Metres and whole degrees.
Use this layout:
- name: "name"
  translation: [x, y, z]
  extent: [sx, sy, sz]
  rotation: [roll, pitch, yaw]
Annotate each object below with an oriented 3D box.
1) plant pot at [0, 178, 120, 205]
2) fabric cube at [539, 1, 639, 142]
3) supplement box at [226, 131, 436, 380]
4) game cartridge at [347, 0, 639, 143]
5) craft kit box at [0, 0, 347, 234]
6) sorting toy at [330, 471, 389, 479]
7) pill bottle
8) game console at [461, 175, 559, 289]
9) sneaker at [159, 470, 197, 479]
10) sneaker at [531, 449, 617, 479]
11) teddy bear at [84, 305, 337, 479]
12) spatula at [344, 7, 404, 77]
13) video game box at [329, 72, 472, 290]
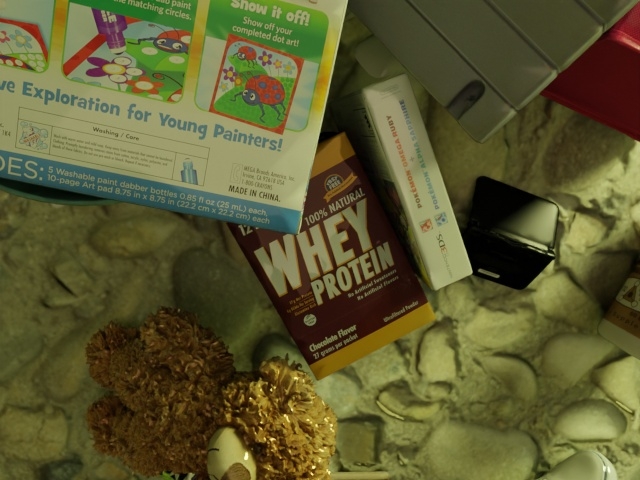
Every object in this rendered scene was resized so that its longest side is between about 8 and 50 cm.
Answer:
- name: "plant pot"
  translation: [-0.183, -0.194, 0.437]
  extent: [0.292, 0.235, 0.293]
  rotation: [-1, 104, -6]
- name: "fabric cube"
  translation: [0.361, -0.250, 0.467]
  extent: [0.254, 0.259, 0.258]
  rotation: [19, 103, -10]
- name: "supplement box"
  translation: [0.000, 0.000, 0.523]
  extent: [0.129, 0.191, 0.194]
  rotation: [-28, 104, 1]
- name: "game cartridge"
  translation: [0.087, -0.280, 0.364]
  extent: [0.230, 0.068, 0.355]
  rotation: [-43, 82, 23]
- name: "craft kit box"
  translation: [-0.110, -0.148, 0.307]
  extent: [0.249, 0.061, 0.247]
  rotation: [12, 104, -8]
- name: "sorting toy"
  translation: [-0.058, 0.433, 0.697]
  extent: [0.307, 0.041, 0.229]
  rotation: [2, 103, -6]
- name: "pill bottle"
  translation: [0.469, 0.053, 0.612]
  extent: [0.131, 0.131, 0.229]
  rotation: [26, 99, -11]
- name: "game console"
  translation: [0.235, -0.007, 0.637]
  extent: [0.122, 0.071, 0.107]
  rotation: [19, 131, -9]
- name: "sneaker"
  translation: [-0.132, 0.297, 0.614]
  extent: [0.234, 0.097, 0.084]
  rotation: [25, 91, 1]
- name: "sneaker"
  translation: [0.298, 0.385, 0.693]
  extent: [0.091, 0.094, 0.258]
  rotation: [42, 97, -18]
- name: "teddy bear"
  translation: [-0.150, 0.192, 0.526]
  extent: [0.337, 0.113, 0.245]
  rotation: [23, 98, 29]
- name: "spatula"
  translation: [0.112, -0.268, 0.461]
  extent: [0.242, 0.019, 0.168]
  rotation: [-31, 67, 0]
- name: "video game box"
  translation: [0.073, -0.066, 0.508]
  extent: [0.048, 0.205, 0.187]
  rotation: [-20, 105, -2]
